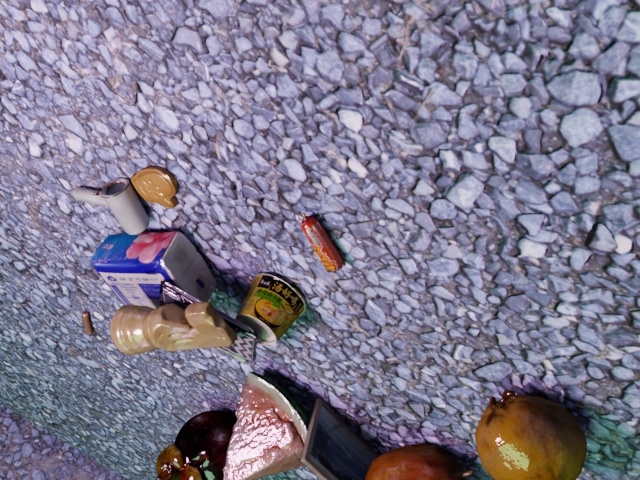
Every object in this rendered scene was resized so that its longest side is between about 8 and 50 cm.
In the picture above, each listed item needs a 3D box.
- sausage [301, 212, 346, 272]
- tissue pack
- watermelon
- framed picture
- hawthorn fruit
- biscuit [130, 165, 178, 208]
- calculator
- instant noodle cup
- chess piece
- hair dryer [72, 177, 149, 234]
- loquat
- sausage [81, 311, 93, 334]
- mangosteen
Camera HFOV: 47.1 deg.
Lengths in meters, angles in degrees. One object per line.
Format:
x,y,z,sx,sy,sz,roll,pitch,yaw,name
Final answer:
0.000,0.000,1.536,0.145,0.048,0.050,58,175,-25,sausage
-0.421,0.079,1.875,0.269,0.137,0.209,-3,131,35,tissue pack
-0.134,0.557,2.066,0.283,0.293,0.250,40,-173,32,watermelon
0.083,0.610,1.980,0.022,0.247,0.335,-37,105,24,framed picture
0.263,0.638,1.869,0.298,0.277,0.277,-36,107,22,hawthorn fruit
-0.380,-0.120,1.715,0.140,0.023,0.118,-21,115,47,biscuit
-0.274,0.202,1.780,0.274,0.028,0.166,28,146,9,calculator
-0.127,0.170,1.751,0.151,0.122,0.151,24,146,17,instant noodle cup
-0.340,0.206,1.727,0.300,0.137,0.137,-5,128,28,chess piece
-0.540,-0.092,1.833,0.236,0.073,0.131,10,137,33,hair dryer
0.440,0.432,1.543,0.238,0.193,0.238,27,147,20,loquat
-0.774,0.273,2.439,0.026,0.026,0.116,25,141,13,sausage
-0.362,0.698,2.322,0.307,0.347,0.307,29,127,48,mangosteen
